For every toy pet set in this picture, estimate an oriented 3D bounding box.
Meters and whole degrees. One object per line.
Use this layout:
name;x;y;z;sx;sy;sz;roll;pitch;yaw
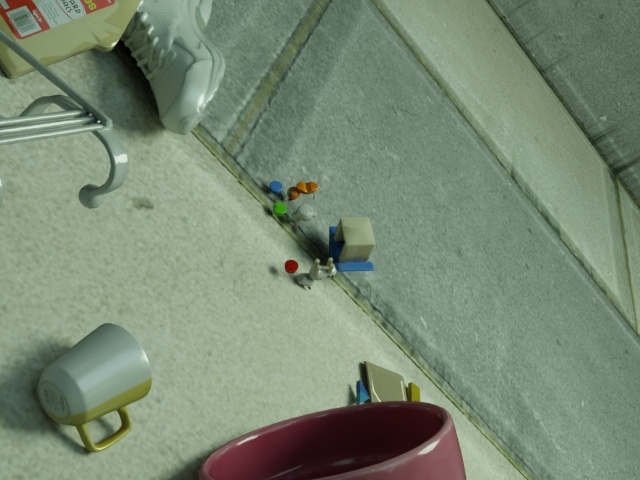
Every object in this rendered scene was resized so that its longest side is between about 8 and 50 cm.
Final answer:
toy pet set;0.000;0.000;0.877;0.114;0.065;0.122;-1;56;-15

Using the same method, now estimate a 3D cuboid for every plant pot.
plant pot;0.022;0.236;0.587;0.201;0.201;0.180;-12;89;-56

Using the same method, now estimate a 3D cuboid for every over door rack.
over door rack;-0.312;-0.124;0.505;0.324;0.108;0.239;49;31;11

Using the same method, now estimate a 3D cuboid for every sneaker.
sneaker;-0.168;-0.201;0.779;0.115;0.090;0.232;19;40;-37

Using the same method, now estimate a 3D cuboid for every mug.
mug;-0.160;0.106;0.552;0.078;0.062;0.064;54;40;4

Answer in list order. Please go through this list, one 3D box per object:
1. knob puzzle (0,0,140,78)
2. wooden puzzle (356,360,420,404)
knob puzzle;-0.248;-0.254;0.709;0.213;0.030;0.213;10;71;-29
wooden puzzle;0.075;0.174;0.859;0.116;0.014;0.079;33;36;-35
